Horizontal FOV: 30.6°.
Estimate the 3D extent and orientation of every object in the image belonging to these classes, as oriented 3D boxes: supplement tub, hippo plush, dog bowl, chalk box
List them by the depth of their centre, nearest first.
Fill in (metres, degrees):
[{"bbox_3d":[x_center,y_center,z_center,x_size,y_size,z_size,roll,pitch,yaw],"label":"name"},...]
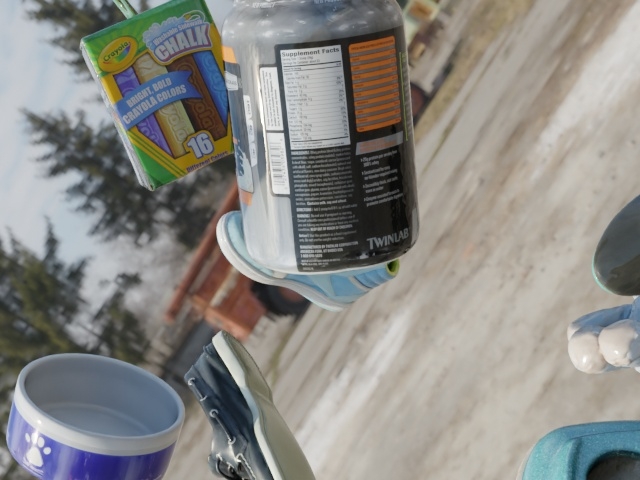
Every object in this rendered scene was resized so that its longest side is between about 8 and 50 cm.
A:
[{"bbox_3d":[0.000,-0.138,1.229,0.193,0.193,0.316,-66,-28,-73],"label":"supplement tub"},{"bbox_3d":[-0.225,-0.238,1.653,0.179,0.289,0.180,-24,10,-9],"label":"chalk box"},{"bbox_3d":[-0.352,0.284,1.835,0.265,0.265,0.104,-66,-7,-73],"label":"dog bowl"},{"bbox_3d":[0.557,0.214,1.952,0.234,0.236,0.294,-22,6,24],"label":"hippo plush"}]

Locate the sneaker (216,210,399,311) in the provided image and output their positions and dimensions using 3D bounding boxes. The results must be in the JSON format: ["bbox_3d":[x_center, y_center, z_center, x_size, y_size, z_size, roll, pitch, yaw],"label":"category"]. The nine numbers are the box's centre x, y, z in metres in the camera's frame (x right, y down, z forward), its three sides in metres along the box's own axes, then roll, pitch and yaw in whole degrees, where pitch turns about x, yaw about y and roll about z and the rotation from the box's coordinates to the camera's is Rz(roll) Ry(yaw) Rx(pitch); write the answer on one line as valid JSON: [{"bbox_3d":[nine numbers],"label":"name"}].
[{"bbox_3d":[0.000,0.000,1.943,0.208,0.319,0.127,-29,52,37],"label":"sneaker"}]

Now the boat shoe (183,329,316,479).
[{"bbox_3d":[-0.107,0.274,1.599,0.113,0.340,0.127,-37,-38,7],"label":"boat shoe"}]

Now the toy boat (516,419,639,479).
[{"bbox_3d":[0.297,0.279,0.991,0.148,0.267,0.318,79,-165,-45],"label":"toy boat"}]

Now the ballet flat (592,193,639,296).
[{"bbox_3d":[0.401,-0.036,1.218,0.280,0.095,0.096,-30,-4,-25],"label":"ballet flat"}]
